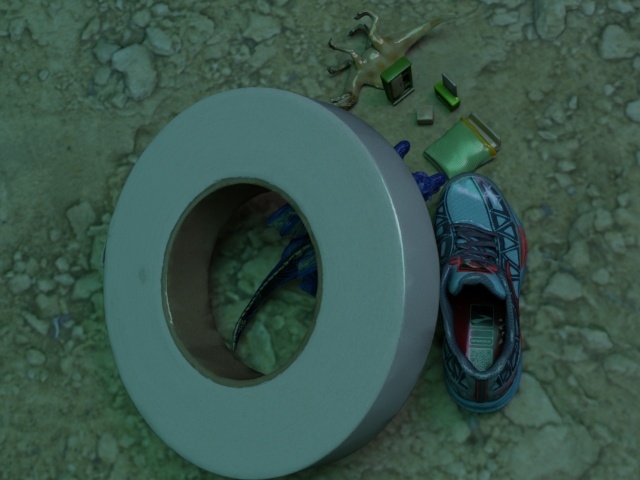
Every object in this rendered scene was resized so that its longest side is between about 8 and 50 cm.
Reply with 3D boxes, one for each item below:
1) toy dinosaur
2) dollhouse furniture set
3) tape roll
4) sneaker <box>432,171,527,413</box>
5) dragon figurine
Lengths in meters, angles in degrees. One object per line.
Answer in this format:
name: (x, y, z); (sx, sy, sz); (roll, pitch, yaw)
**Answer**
toy dinosaur: (0.073, -0.233, 1.111); (0.183, 0.053, 0.092); (-40, 83, 2)
dollhouse furniture set: (0.136, -0.143, 1.052); (0.076, 0.058, 0.152); (-38, 68, -5)
tape roll: (-0.066, 0.041, 0.920); (0.392, 0.072, 0.392); (-2, 86, 36)
sneaker: (0.170, 0.039, 0.942); (0.104, 0.125, 0.262); (-6, 69, 8)
dragon figurine: (0.000, 0.000, 0.977); (0.289, 0.144, 0.085); (-31, 67, -2)
